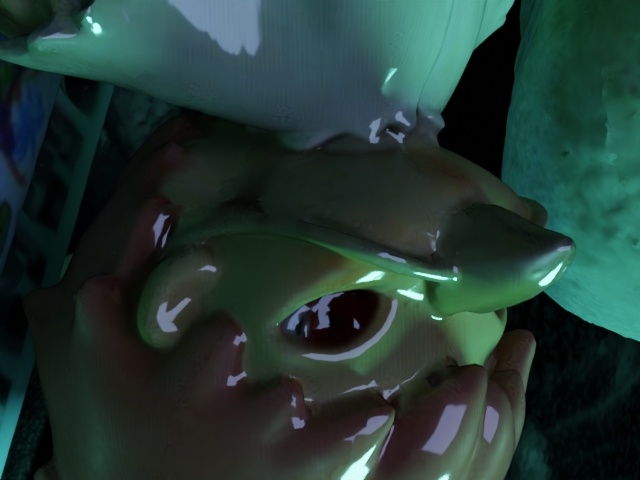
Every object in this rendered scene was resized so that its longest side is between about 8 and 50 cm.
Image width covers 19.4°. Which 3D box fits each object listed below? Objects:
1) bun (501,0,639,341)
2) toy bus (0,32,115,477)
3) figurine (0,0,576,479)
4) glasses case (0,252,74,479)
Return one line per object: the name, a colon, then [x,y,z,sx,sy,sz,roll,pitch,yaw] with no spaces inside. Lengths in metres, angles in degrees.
bun: [0.218,-0.117,0.861,0.362,0.211,0.362,15,90,-74]
toy bus: [-0.137,-0.002,0.537,0.136,0.109,0.329,42,58,-57]
figurine: [0.000,0.000,0.542,0.207,0.166,0.387,-11,105,-55]
glasses case: [-0.099,0.148,0.615,0.122,0.075,0.314,48,54,-45]
